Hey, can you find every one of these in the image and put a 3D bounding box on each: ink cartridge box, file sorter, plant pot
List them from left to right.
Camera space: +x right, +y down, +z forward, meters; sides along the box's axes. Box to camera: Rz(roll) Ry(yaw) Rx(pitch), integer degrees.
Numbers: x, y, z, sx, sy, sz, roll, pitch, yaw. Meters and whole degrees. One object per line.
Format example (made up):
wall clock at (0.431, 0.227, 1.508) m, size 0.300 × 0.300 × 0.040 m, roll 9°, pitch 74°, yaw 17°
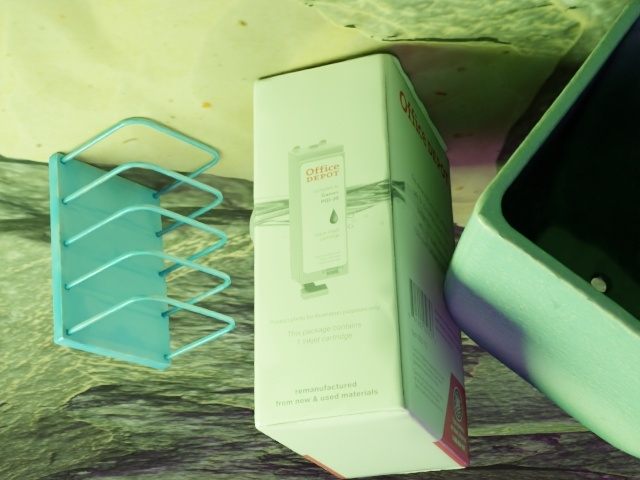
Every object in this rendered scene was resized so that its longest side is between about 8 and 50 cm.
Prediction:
file sorter at (-0.145, 0.002, 0.993) m, size 0.104 × 0.170 × 0.118 m, roll -26°, pitch 149°, yaw 34°
ink cartridge box at (0.035, 0.028, 0.950) m, size 0.117 × 0.283 × 0.207 m, roll -9°, pitch 156°, yaw 17°
plant pot at (0.239, 0.021, 0.910) m, size 0.247 × 0.248 × 0.252 m, roll 37°, pitch 154°, yaw 6°

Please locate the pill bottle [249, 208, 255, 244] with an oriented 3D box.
pill bottle at (0.000, 0.000, 1.131) m, size 0.078 × 0.078 × 0.137 m, roll -20°, pitch 152°, yaw 30°
